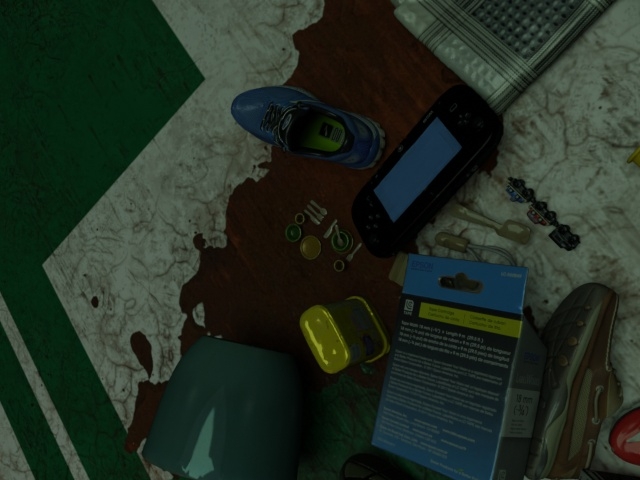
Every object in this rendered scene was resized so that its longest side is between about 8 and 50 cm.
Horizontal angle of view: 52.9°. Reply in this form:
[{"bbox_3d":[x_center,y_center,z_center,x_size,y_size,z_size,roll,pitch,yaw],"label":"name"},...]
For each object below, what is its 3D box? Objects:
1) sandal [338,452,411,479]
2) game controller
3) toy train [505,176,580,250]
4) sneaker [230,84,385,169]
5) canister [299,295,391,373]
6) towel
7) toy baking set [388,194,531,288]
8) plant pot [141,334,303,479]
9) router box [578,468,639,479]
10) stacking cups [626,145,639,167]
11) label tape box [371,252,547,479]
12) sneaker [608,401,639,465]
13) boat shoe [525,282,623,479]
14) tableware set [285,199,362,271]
[{"bbox_3d":[0.161,0.498,1.141,0.303,0.120,0.086,36,134,26],"label":"sandal"},{"bbox_3d":[0.173,-0.118,1.116,0.319,0.067,0.166,-49,48,23],"label":"game controller"},{"bbox_3d":[0.363,-0.044,1.064,0.158,0.027,0.036,51,123,19],"label":"toy train"},{"bbox_3d":[-0.044,-0.229,1.221,0.330,0.147,0.130,20,100,28],"label":"sneaker"},{"bbox_3d":[0.046,0.166,1.156,0.073,0.170,0.126,-35,73,24],"label":"canister"},{"bbox_3d":[0.302,-0.432,1.082,0.312,0.056,0.324,-46,69,21],"label":"towel"},{"bbox_3d":[0.234,0.016,1.135,0.256,0.030,0.197,-45,75,27],"label":"toy baking set"},{"bbox_3d":[-0.164,0.311,1.218,0.293,0.293,0.235,6,79,29],"label":"plant pot"},{"bbox_3d":[0.443,0.445,0.970,0.133,0.046,0.179,11,96,-7],"label":"router box"},{"bbox_3d":[0.593,-0.044,0.908,0.316,0.096,0.096,46,110,16],"label":"stacking cups"},{"bbox_3d":[0.230,0.203,1.044,0.241,0.106,0.333,7,83,48],"label":"label tape box"},{"bbox_3d":[0.553,0.283,0.904,0.279,0.118,0.107,-7,85,28],"label":"sneaker"},{"bbox_3d":[0.402,0.224,1.002,0.116,0.123,0.324,14,101,-5],"label":"boat shoe"},{"bbox_3d":[0.000,0.000,1.265,0.154,0.024,0.104,43,110,22],"label":"tableware set"}]
